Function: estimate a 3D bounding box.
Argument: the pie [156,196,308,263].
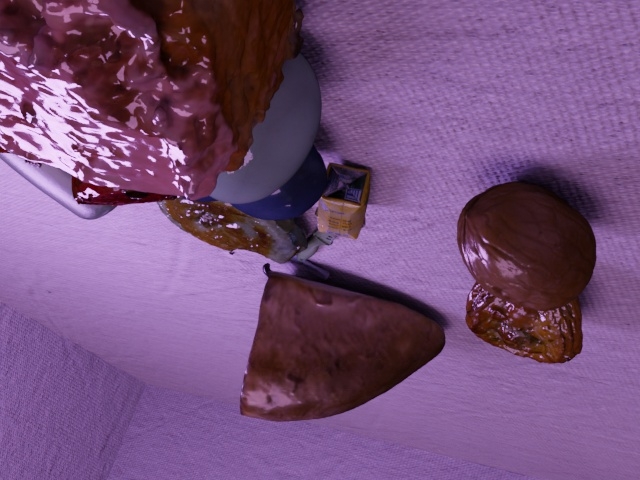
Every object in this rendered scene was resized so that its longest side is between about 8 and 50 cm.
[{"bbox_3d":[-0.162,-0.044,1.695,0.302,0.067,0.302,19,160,7],"label":"pie"}]

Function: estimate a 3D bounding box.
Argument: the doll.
[{"bbox_3d":[-0.116,-0.120,1.365,0.258,0.154,0.228,5,152,20],"label":"doll"}]

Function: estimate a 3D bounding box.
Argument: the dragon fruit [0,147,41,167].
[{"bbox_3d":[-0.401,-0.225,1.211,0.315,0.250,0.250,25,160,-7],"label":"dragon fruit"}]

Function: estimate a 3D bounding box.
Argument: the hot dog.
[{"bbox_3d":[0.345,0.121,1.565,0.196,0.122,0.272,15,161,18],"label":"hot dog"}]

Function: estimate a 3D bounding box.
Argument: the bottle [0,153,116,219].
[{"bbox_3d":[-0.446,-0.183,1.463,0.168,0.168,0.347,-3,147,47],"label":"bottle"}]

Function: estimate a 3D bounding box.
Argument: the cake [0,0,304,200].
[{"bbox_3d":[-0.204,-0.230,0.928,0.307,0.293,0.314,14,153,11],"label":"cake"}]

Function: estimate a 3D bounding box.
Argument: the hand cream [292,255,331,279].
[{"bbox_3d":[-0.019,0.054,1.887,0.093,0.019,0.030,27,158,-12],"label":"hand cream"}]

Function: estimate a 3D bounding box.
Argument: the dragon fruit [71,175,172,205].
[{"bbox_3d":[-0.240,-0.140,1.151,0.134,0.211,0.262,1,174,-18],"label":"dragon fruit"}]

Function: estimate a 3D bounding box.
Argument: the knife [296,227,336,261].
[{"bbox_3d":[0.001,-0.002,1.720,0.043,0.020,0.293,25,159,-6],"label":"knife"}]

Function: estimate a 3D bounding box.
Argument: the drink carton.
[{"bbox_3d":[0.034,-0.050,1.480,0.084,0.074,0.200,10,159,3],"label":"drink carton"}]

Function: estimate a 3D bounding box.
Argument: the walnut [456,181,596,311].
[{"bbox_3d":[0.276,0.006,1.270,0.207,0.167,0.167,28,159,-25],"label":"walnut"}]

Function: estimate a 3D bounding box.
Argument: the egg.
[{"bbox_3d":[-0.089,-0.146,1.172,0.168,0.168,0.231,22,129,-7],"label":"egg"}]

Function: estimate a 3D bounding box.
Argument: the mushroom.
[{"bbox_3d":[0.048,0.246,1.935,0.397,0.313,0.224,12,173,3],"label":"mushroom"}]
